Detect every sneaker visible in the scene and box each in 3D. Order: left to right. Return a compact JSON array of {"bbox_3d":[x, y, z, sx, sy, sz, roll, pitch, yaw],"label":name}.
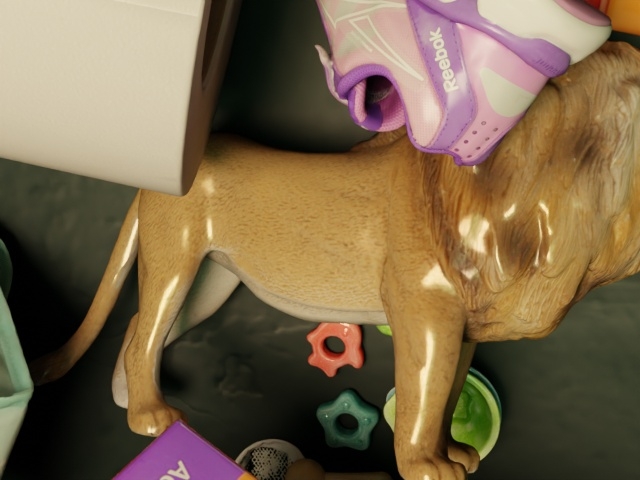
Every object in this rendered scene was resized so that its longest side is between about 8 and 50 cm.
[{"bbox_3d":[0.031,-0.114,0.542,0.236,0.095,0.105,46,115,46],"label":"sneaker"}]

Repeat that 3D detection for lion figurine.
[{"bbox_3d":[0.000,0.000,0.616,0.392,0.142,0.240,5,86,19],"label":"lion figurine"}]

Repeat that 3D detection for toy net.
[{"bbox_3d":[0.003,0.130,0.704,0.232,0.045,0.122,-39,94,21],"label":"toy net"}]

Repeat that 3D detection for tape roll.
[{"bbox_3d":[-0.122,-0.157,0.529,0.169,0.246,0.246,13,109,-2],"label":"tape roll"}]

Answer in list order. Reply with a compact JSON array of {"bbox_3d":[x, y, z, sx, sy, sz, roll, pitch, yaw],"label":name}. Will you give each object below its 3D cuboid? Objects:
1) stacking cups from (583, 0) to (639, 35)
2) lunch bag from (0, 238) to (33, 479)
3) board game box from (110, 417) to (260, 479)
[{"bbox_3d":[0.241,-0.120,0.544,0.316,0.096,0.096,11,108,10],"label":"stacking cups"},{"bbox_3d":[-0.293,0.094,0.685,0.160,0.262,0.223,10,116,-32],"label":"lunch bag"},{"bbox_3d":[-0.056,0.390,0.516,0.356,0.356,0.356,32,142,23],"label":"board game box"}]
